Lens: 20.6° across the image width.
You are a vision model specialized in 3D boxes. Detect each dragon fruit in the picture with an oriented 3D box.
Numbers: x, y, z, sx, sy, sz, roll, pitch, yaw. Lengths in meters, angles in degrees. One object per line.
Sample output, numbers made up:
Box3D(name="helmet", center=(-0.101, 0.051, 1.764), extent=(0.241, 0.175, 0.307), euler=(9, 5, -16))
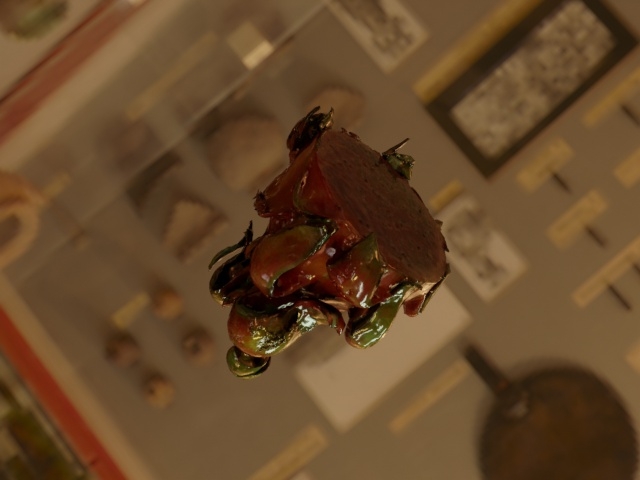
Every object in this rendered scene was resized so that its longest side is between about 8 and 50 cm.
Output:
Box3D(name="dragon fruit", center=(0.000, 0.000, 1.017), extent=(0.175, 0.138, 0.142), euler=(-38, 160, -5))
